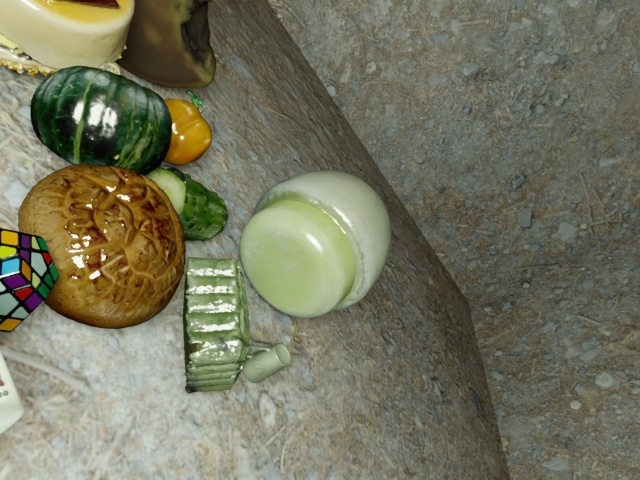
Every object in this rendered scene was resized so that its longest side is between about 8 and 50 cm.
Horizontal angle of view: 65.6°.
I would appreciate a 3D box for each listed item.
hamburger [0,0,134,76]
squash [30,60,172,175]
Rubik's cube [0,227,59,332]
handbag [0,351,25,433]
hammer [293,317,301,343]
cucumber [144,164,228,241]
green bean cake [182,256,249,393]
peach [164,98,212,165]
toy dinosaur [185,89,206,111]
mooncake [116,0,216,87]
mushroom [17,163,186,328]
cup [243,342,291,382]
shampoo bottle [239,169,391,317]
[{"bbox_3d":[-0.453,-0.401,0.800,0.302,0.170,0.301,28,48,-36],"label":"hamburger"},{"bbox_3d":[-0.342,-0.187,0.791,0.218,0.172,0.218,36,5,-4],"label":"squash"},{"bbox_3d":[-0.367,0.041,0.553,0.133,0.133,0.112,60,26,-2],"label":"Rubik's cube"},{"bbox_3d":[-0.404,0.068,0.410,0.298,0.151,0.171,61,26,9],"label":"handbag"},{"bbox_3d":[-0.062,0.195,1.204,0.029,0.014,0.122,53,18,-43],"label":"hammer"},{"bbox_3d":[-0.249,-0.053,0.960,0.134,0.134,0.244,68,13,16],"label":"cucumber"},{"bbox_3d":[-0.170,0.135,0.794,0.094,0.173,0.181,1,54,-17],"label":"green bean cake"},{"bbox_3d":[-0.297,-0.230,1.043,0.138,0.138,0.138,48,25,-31],"label":"peach"},{"bbox_3d":[-0.327,-0.363,1.288,0.062,0.021,0.083,44,22,-20],"label":"toy dinosaur"},{"bbox_3d":[-0.313,-0.556,1.045,0.393,0.394,0.246,33,33,-51],"label":"mooncake"},{"bbox_3d":[-0.303,0.008,0.719,0.253,0.154,0.253,39,41,-44],"label":"mushroom"},{"bbox_3d":[-0.108,0.227,0.962,0.074,0.083,0.054,63,22,8],"label":"cup"},{"bbox_3d":[0.000,0.000,1.141,0.317,0.323,0.322,-36,98,-46],"label":"shampoo bottle"}]
